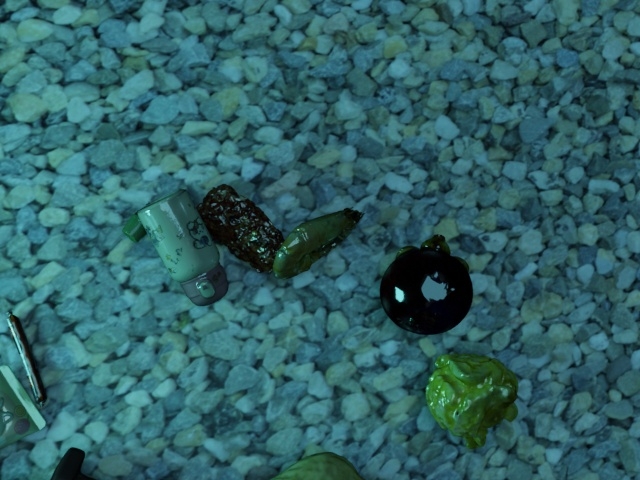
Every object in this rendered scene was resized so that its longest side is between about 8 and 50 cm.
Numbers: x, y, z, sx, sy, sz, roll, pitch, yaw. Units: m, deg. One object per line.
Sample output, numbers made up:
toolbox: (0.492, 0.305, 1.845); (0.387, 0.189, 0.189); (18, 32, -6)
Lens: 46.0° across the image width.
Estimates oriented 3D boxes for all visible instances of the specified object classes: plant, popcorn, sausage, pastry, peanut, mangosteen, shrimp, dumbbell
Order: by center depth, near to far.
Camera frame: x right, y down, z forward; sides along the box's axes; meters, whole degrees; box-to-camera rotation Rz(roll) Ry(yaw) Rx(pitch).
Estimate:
dumbbell: (-0.397, 0.486, 1.408); (0.225, 0.140, 0.124); (23, 121, -6)
sausage: (-0.575, 0.231, 1.473); (0.028, 0.025, 0.198); (-24, 85, 14)
peanut: (0.033, 0.506, 1.483); (0.291, 0.143, 0.159); (18, 88, -10)
plant: (-0.360, -0.046, 1.546); (0.051, 0.051, 0.102); (36, 71, -3)
popcorn: (0.311, 0.325, 1.554); (0.187, 0.167, 0.185); (31, 78, -8)
pastry: (-0.159, -0.026, 1.554); (0.208, 0.115, 0.097); (39, 64, -1)
shrimp: (0.000, -0.001, 1.574); (0.061, 0.145, 0.267); (34, 48, 22)
mangosteen: (0.224, 0.086, 1.580); (0.194, 0.194, 0.230); (20, 48, -7)

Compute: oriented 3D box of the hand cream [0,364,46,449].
hand cream: (-0.686, 0.377, 1.406); (0.306, 0.093, 0.147); (-34, 89, -23)

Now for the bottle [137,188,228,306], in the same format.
bottle: (-0.265, 0.021, 1.507); (0.110, 0.110, 0.233); (-28, 100, -14)
